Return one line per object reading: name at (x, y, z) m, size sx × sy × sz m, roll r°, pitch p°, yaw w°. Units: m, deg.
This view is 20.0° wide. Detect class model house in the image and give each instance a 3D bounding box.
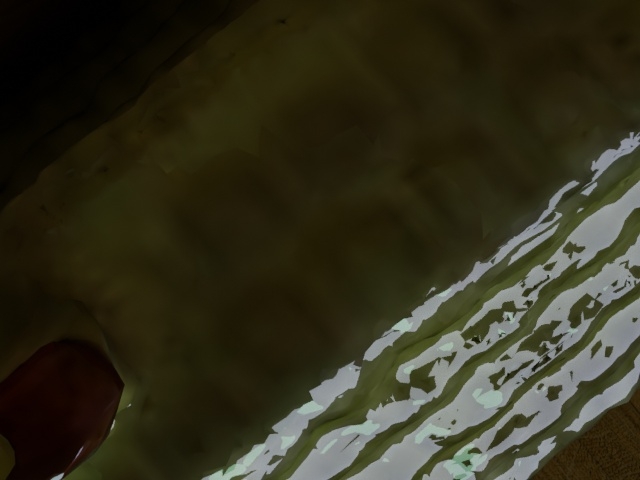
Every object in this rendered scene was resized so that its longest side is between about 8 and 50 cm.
model house at (0.000, 0.000, 0.441) m, size 0.196 × 0.160 × 0.254 m, roll -39°, pitch 179°, yaw 3°
